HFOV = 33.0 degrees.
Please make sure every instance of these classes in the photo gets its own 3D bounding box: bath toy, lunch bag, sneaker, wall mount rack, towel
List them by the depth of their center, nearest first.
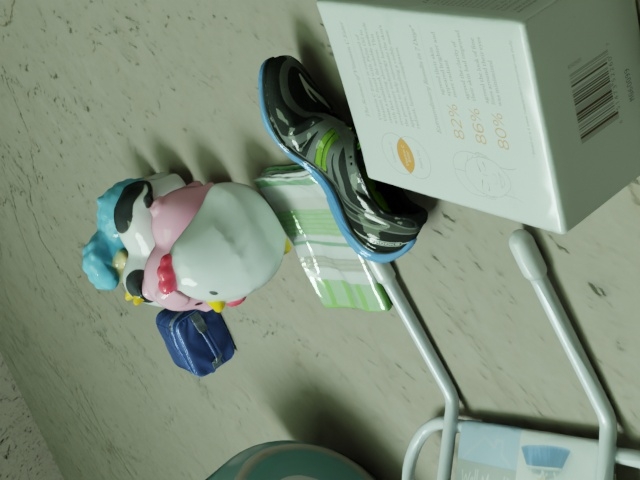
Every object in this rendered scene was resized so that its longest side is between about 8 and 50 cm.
[{"bbox_3d":[0.021,-0.073,0.850,0.188,0.067,0.078,55,133,7],"label":"sneaker"},{"bbox_3d":[0.127,0.155,0.858,0.350,0.131,0.304,-5,77,60],"label":"wall mount rack"},{"bbox_3d":[0.000,0.000,0.998,0.113,0.023,0.152,1,121,60],"label":"towel"},{"bbox_3d":[-0.153,0.014,1.133,0.348,0.129,0.151,6,127,62],"label":"bath toy"},{"bbox_3d":[-0.154,0.124,1.354,0.065,0.067,0.098,13,132,55],"label":"lunch bag"}]

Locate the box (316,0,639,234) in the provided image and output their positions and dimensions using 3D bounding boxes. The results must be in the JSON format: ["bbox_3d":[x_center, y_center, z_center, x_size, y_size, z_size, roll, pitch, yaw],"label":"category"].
[{"bbox_3d":[0.097,-0.096,0.641,0.170,0.091,0.130,22,138,49],"label":"box"}]

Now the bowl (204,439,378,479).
[{"bbox_3d":[-0.028,0.343,1.181,0.311,0.312,0.163,43,132,26],"label":"bowl"}]
